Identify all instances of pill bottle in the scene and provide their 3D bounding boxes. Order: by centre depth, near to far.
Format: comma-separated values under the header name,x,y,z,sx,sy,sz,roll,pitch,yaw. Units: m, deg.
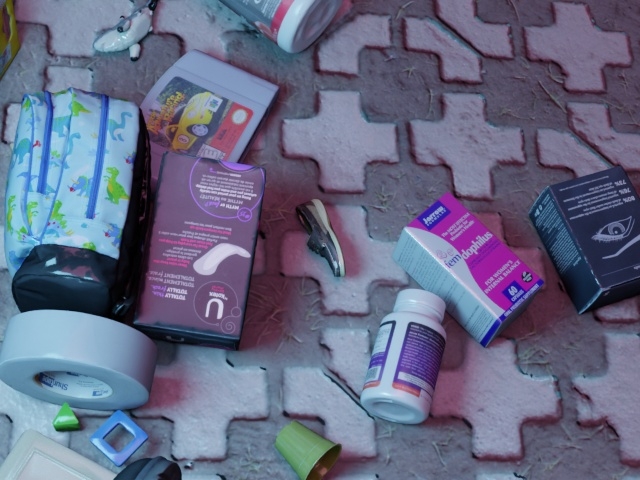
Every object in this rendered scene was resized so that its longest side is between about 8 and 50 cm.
name,x,y,z,sx,sy,sz,roll,pitch,yaw
pill bottle,0.136,0.178,1.692,0.108,0.108,0.193,18,63,0
pill bottle,-0.122,-0.493,1.945,0.318,0.176,0.176,39,64,10

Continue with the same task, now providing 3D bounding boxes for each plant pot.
name,x,y,z,sx,sy,sz,roll,pitch,yaw
plant pot,-0.024,0.313,1.623,0.079,0.083,0.083,37,63,24

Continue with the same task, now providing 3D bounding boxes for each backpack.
name,x,y,z,sx,sy,sz,roll,pitch,yaw
backpack,-0.362,-0.059,1.622,0.273,0.290,0.355,20,65,-4

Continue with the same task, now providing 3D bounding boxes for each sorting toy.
name,x,y,z,sx,sy,sz,roll,pitch,yaw
sorting toy,-0.385,0.389,1.540,0.196,0.047,0.347,25,62,9

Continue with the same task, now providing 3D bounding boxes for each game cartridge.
name,x,y,z,sx,sy,sz,roll,pitch,yaw
game cartridge,-0.215,-0.189,1.850,0.196,0.060,0.294,22,62,7

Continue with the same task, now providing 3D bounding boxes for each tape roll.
name,x,y,z,sx,sy,sz,roll,pitch,yaw
tape roll,-0.346,0.175,1.553,0.219,0.219,0.072,8,63,-5

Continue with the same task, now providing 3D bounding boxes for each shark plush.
name,x,y,z,sx,sy,sz,roll,pitch,yaw
shark plush,-0.339,-0.394,1.932,0.067,0.073,0.161,11,63,31

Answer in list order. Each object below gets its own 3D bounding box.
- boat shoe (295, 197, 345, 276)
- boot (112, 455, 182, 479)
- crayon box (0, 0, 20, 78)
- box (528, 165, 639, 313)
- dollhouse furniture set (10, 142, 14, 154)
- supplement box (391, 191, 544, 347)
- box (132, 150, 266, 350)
name,x,y,z,sx,sy,sz,roll,pitch,yaw
boat shoe,0.000,0.000,1.792,0.049,0.056,0.152,-16,58,-11
boot,-0.456,0.380,1.440,0.445,0.146,0.367,18,59,19
crayon box,-0.598,-0.262,1.739,0.083,0.203,0.323,21,62,2
box,0.473,-0.002,1.835,0.153,0.108,0.207,-15,68,-16
dollhouse furniture set,-0.455,-0.180,1.797,0.114,0.091,0.081,-1,49,-7
supplement box,0.237,0.047,1.772,0.111,0.114,0.220,-40,74,-23
box,-0.184,0.020,1.672,0.165,0.143,0.270,9,75,-4
